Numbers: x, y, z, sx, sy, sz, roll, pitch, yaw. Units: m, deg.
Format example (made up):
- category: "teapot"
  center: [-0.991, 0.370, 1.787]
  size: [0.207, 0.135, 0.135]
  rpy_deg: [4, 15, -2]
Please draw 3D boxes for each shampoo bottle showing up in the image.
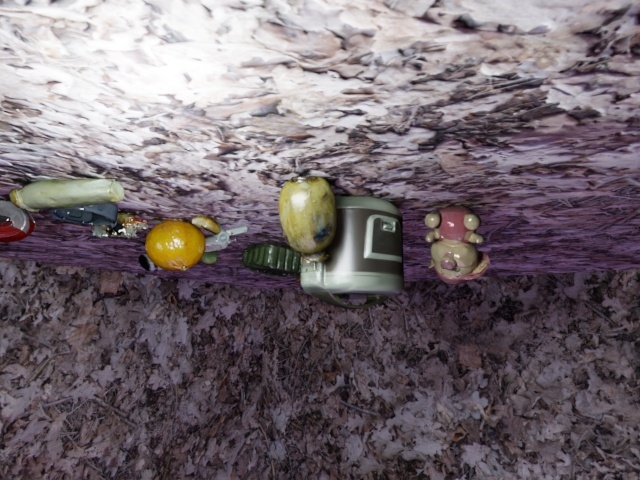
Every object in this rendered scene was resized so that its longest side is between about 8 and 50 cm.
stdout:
- category: "shampoo bottle"
  center: [-0.427, 0.009, 2.132]
  size: [0.152, 0.045, 0.077]
  rpy_deg: [-9, 145, 6]

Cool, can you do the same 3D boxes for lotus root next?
- category: "lotus root"
  center: [-0.029, -0.041, 1.322]
  size: [0.154, 0.277, 0.154]
  rpy_deg: [-4, -153, 2]

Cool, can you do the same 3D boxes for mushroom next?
- category: "mushroom"
  center: [-0.705, -0.130, 1.393]
  size: [0.313, 0.081, 0.100]
  rpy_deg: [-5, 171, 9]

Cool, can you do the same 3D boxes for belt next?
- category: "belt"
  center: [-1.055, -0.065, 1.638]
  size: [0.201, 0.127, 0.124]
  rpy_deg: [5, 170, -14]

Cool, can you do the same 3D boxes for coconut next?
- category: "coconut"
  center: [-0.533, 0.065, 2.383]
  size: [0.088, 0.096, 0.087]
  rpy_deg: [-30, 153, -17]

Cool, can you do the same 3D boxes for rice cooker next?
- category: "rice cooker"
  center: [0.099, 0.048, 1.547]
  size: [0.336, 0.324, 0.335]
  rpy_deg: [2, 170, 0]

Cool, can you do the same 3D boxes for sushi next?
- category: "sushi"
  center: [-0.715, -0.051, 1.752]
  size: [0.226, 0.102, 0.097]
  rpy_deg: [-2, 152, 6]

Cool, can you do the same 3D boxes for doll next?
- category: "doll"
  center: [0.419, 0.023, 1.554]
  size: [0.152, 0.255, 0.196]
  rpy_deg: [-20, -153, -26]

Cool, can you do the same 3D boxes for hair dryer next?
- category: "hair dryer"
  center: [-0.339, -0.035, 1.901]
  size: [0.137, 0.047, 0.082]
  rpy_deg: [-14, -149, -25]

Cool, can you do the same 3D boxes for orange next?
- category: "orange"
  center: [-0.543, 0.020, 1.884]
  size: [0.220, 0.192, 0.219]
  rpy_deg: [0, 152, 0]

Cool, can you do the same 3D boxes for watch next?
- category: "watch"
  center: [-0.751, -0.094, 1.613]
  size: [0.193, 0.068, 0.206]
  rpy_deg: [-4, 166, 31]

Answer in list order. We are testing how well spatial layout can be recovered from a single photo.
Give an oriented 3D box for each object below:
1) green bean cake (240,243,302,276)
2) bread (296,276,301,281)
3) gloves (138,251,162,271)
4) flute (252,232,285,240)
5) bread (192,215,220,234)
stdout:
- category: "green bean cake"
  center: [-0.219, 0.092, 2.344]
  size: [0.255, 0.131, 0.241]
  rpy_deg: [16, 167, -38]
- category: "bread"
  center: [-0.081, 0.140, 2.530]
  size: [0.152, 0.147, 0.127]
  rpy_deg: [-12, 161, 41]
- category: "gloves"
  center: [-0.750, 0.078, 2.423]
  size: [0.219, 0.131, 0.140]
  rpy_deg: [-29, -171, -38]
- category: "flute"
  center: [-0.168, -0.008, 2.124]
  size: [0.270, 0.014, 0.014]
  rpy_deg: [9, 167, -35]
- category: "bread"
  center: [-0.406, -0.056, 1.808]
  size: [0.072, 0.053, 0.106]
  rpy_deg: [22, 175, 23]
